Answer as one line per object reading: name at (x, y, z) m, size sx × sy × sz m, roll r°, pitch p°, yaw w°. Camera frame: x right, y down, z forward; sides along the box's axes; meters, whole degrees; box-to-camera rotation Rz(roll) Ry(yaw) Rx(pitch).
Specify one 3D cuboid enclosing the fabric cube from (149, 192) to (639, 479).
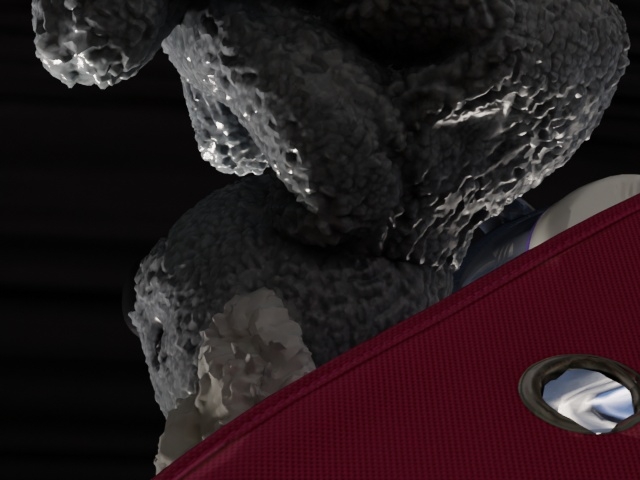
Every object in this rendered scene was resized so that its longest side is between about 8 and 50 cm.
fabric cube at (0.121, 0.173, 0.507) m, size 0.258 × 0.254 × 0.259 m, roll 27°, pitch 131°, yaw 39°

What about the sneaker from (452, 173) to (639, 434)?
sneaker at (0.206, 0.064, 0.994) m, size 0.236 × 0.323 × 0.130 m, roll 138°, pitch 138°, yaw -58°

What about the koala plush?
koala plush at (0.000, 0.000, 0.658) m, size 0.196 × 0.203 × 0.221 m, roll 30°, pitch -112°, yaw -69°
